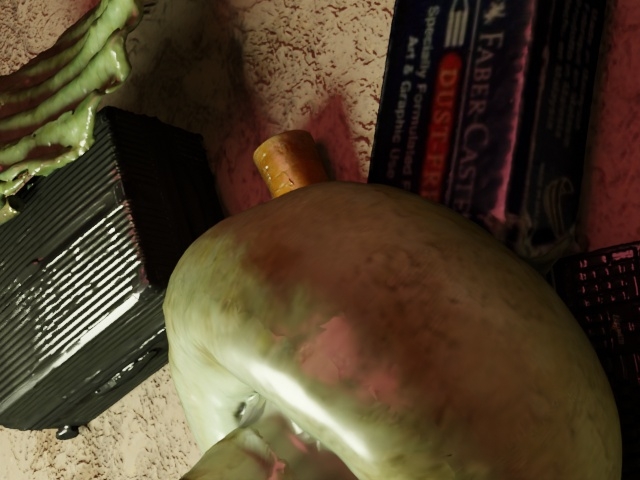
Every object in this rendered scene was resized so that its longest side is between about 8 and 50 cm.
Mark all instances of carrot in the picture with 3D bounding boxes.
[{"bbox_3d":[0.000,0.000,0.910,0.061,0.061,0.209,-36,65,32],"label":"carrot"}]

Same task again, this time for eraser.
[{"bbox_3d":[0.133,-0.145,0.775,0.155,0.102,0.332,4,84,44],"label":"eraser"}]

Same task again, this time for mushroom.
[{"bbox_3d":[0.032,0.123,0.681,0.352,0.352,0.260,15,50,43],"label":"mushroom"}]

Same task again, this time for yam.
[{"bbox_3d":[-0.392,-0.005,1.080,0.234,0.027,0.029,-19,67,34],"label":"yam"}]

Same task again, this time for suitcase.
[{"bbox_3d":[-0.249,0.044,1.057,0.335,0.152,0.229,-37,59,32],"label":"suitcase"}]

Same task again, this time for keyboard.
[{"bbox_3d":[0.211,0.117,0.711,0.094,0.025,0.230,-17,71,36],"label":"keyboard"}]

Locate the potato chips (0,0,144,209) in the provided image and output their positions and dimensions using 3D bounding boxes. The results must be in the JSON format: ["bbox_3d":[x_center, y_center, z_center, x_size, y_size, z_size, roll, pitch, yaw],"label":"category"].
[{"bbox_3d":[-0.278,-0.187,1.049,0.389,0.097,0.373,-33,29,25],"label":"potato chips"}]
